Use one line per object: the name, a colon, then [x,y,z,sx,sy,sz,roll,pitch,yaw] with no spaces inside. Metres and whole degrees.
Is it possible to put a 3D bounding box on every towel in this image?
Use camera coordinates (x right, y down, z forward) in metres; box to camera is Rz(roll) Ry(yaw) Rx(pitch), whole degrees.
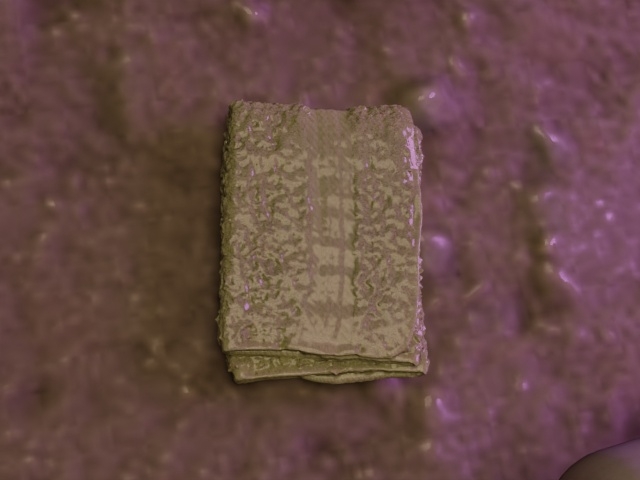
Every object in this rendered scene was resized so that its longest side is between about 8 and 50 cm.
towel: [0.000,0.000,0.869,0.110,0.027,0.148,2,75,-11]

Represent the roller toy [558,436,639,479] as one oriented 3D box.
roller toy: [0.188,0.176,0.768,0.146,0.209,0.191,-14,106,-15]
